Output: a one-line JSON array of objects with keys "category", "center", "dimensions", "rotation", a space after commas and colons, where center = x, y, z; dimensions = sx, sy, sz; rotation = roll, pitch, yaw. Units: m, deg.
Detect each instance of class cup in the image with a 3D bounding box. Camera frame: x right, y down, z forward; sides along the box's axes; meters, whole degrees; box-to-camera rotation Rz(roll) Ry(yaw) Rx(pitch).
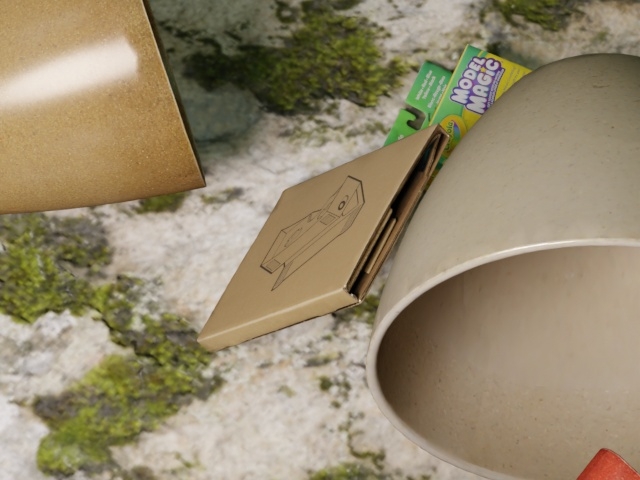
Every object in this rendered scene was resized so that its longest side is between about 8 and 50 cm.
[{"category": "cup", "center": [0.204, 0.005, 1.220], "dimensions": [0.331, 0.331, 0.237], "rotation": [8, 54, -4]}]

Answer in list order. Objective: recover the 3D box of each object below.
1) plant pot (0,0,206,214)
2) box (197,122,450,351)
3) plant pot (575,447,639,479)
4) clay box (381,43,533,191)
[{"category": "plant pot", "center": [-0.243, -0.116, 1.288], "dimensions": [0.254, 0.237, 0.237], "rotation": [-18, 64, -3]}, {"category": "box", "center": [0.000, 0.000, 1.265], "dimensions": [0.021, 0.201, 0.164], "rotation": [41, 57, -19]}, {"category": "plant pot", "center": [0.186, 0.332, 1.073], "dimensions": [0.235, 0.267, 0.267], "rotation": [-42, 74, -14]}, {"category": "clay box", "center": [0.172, -0.077, 1.411], "dimensions": [0.222, 0.053, 0.127], "rotation": [23, 61, 4]}]
